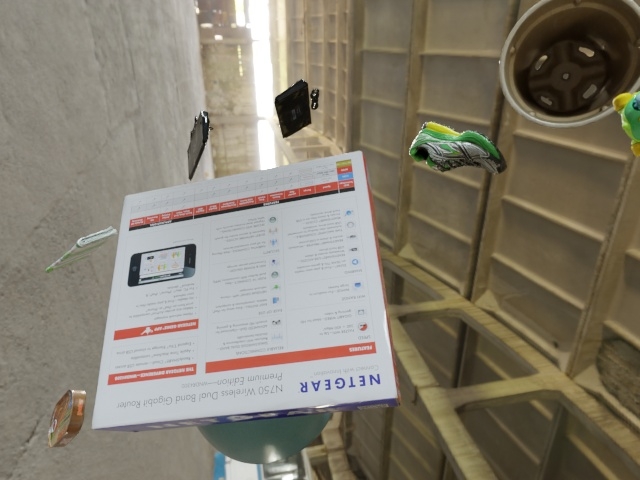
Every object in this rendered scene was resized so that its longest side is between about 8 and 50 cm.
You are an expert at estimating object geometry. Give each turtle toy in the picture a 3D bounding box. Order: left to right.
[{"bbox_3d":[0.481,-0.179,0.612,0.066,0.130,0.095,59,11,-85],"label":"turtle toy"}]

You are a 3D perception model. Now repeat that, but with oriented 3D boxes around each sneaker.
[{"bbox_3d":[0.438,-0.269,1.434,0.343,0.146,0.134,31,-6,46],"label":"sneaker"}]

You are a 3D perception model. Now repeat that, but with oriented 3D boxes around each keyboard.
[{"bbox_3d":[-0.235,-0.195,0.889,0.192,0.038,0.100,151,-64,-62],"label":"keyboard"},{"bbox_3d":[-0.049,-0.292,0.978,0.023,0.108,0.180,58,-5,10],"label":"keyboard"}]

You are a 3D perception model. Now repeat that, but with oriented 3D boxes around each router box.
[{"bbox_3d":[-0.090,0.061,0.551,0.082,0.335,0.301,64,20,-62],"label":"router box"}]

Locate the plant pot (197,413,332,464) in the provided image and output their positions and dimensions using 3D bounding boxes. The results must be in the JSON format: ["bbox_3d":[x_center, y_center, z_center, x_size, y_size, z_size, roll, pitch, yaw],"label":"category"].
[{"bbox_3d":[-0.122,0.221,0.789,0.195,0.290,0.290,74,2,-53],"label":"plant pot"}]

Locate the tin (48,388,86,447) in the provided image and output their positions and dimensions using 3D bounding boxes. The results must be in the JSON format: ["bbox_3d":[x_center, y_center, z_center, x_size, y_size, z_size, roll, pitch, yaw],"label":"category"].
[{"bbox_3d":[-0.605,0.426,1.061,0.190,0.040,0.106,-40,-136,35],"label":"tin"}]

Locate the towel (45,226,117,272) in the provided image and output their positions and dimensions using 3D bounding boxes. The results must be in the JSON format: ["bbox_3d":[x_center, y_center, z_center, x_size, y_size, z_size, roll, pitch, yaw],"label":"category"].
[{"bbox_3d":[-0.568,0.021,1.055,0.023,0.152,0.113,59,26,-4],"label":"towel"}]

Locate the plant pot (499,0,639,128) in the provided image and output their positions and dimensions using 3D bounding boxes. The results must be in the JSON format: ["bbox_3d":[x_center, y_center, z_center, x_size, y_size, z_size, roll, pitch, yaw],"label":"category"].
[{"bbox_3d":[0.688,-0.474,1.237,0.305,0.334,0.333,-21,109,-62],"label":"plant pot"}]
